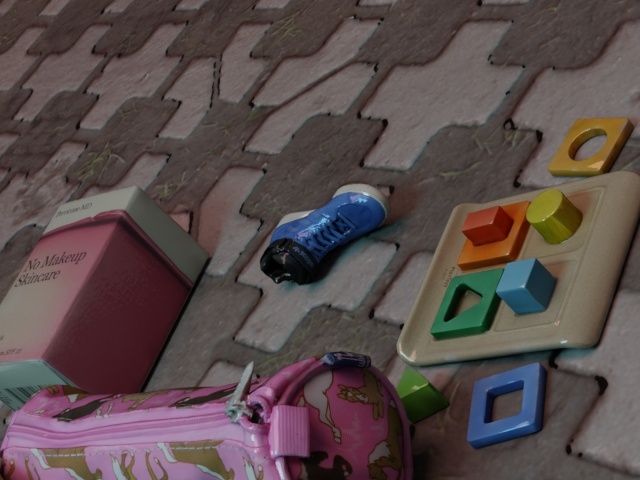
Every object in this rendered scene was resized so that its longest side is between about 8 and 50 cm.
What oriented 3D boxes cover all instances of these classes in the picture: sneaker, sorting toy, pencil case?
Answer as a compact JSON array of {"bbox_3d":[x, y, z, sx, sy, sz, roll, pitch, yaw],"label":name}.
[{"bbox_3d":[0.001,0.001,1.382,0.152,0.058,0.084,-17,34,43],"label":"sneaker"},{"bbox_3d":[0.162,0.016,1.192,0.196,0.047,0.347,-9,44,43],"label":"sorting toy"},{"bbox_3d":[-0.107,0.184,1.170,0.386,0.167,0.160,-13,10,44],"label":"pencil case"}]

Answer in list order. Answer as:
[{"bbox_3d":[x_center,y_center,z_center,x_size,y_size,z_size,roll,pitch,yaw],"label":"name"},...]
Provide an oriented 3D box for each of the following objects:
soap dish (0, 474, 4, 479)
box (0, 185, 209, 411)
[{"bbox_3d":[-0.300,0.321,1.159,0.118,0.291,0.229,-8,18,-26],"label":"soap dish"},{"bbox_3d":[-0.248,0.075,1.515,0.149,0.127,0.232,-11,44,42],"label":"box"}]
